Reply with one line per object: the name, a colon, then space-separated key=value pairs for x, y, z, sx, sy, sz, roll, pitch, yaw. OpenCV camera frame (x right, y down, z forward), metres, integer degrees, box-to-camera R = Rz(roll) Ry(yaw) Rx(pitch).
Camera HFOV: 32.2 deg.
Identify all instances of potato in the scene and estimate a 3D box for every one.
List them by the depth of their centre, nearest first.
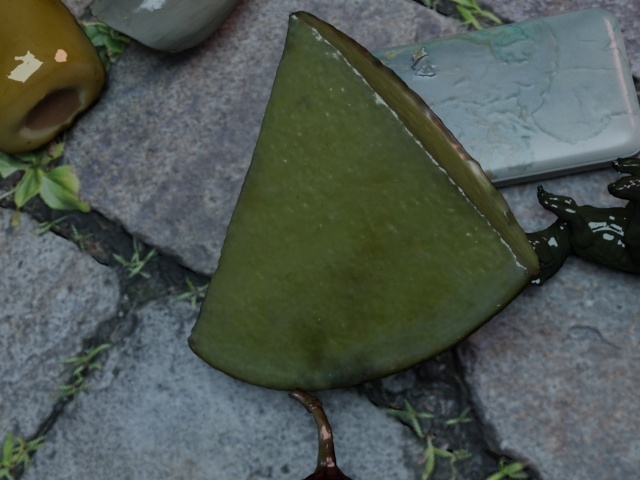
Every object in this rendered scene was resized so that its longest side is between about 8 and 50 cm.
potato: x=0.000 y=0.000 z=0.887 sx=0.255 sy=0.112 sz=0.269 roll=-43 pitch=80 yaw=19

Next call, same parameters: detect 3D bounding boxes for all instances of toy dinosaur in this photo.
toy dinosaur: x=0.240 y=0.030 z=0.895 sx=0.187 sy=0.087 sz=0.179 roll=-9 pitch=106 yaw=22

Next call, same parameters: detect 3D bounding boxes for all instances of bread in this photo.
bread: x=-0.322 y=-0.225 z=1.044 sx=0.142 sy=0.091 sz=0.305 roll=-38 pitch=68 yaw=1

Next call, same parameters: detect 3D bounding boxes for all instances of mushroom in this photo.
mushroom: x=-0.106 y=-0.259 z=1.016 sx=0.225 sy=0.093 sz=0.116 roll=-43 pitch=56 yaw=-4

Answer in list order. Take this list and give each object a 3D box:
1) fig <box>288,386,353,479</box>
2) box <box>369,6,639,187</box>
fig: x=0.003 y=0.237 z=0.794 sx=0.148 sy=0.149 sz=0.202 roll=8 pitch=50 yaw=48
box: x=0.123 y=-0.110 z=0.952 sx=0.285 sy=0.044 sz=0.142 roll=-10 pitch=73 yaw=6
